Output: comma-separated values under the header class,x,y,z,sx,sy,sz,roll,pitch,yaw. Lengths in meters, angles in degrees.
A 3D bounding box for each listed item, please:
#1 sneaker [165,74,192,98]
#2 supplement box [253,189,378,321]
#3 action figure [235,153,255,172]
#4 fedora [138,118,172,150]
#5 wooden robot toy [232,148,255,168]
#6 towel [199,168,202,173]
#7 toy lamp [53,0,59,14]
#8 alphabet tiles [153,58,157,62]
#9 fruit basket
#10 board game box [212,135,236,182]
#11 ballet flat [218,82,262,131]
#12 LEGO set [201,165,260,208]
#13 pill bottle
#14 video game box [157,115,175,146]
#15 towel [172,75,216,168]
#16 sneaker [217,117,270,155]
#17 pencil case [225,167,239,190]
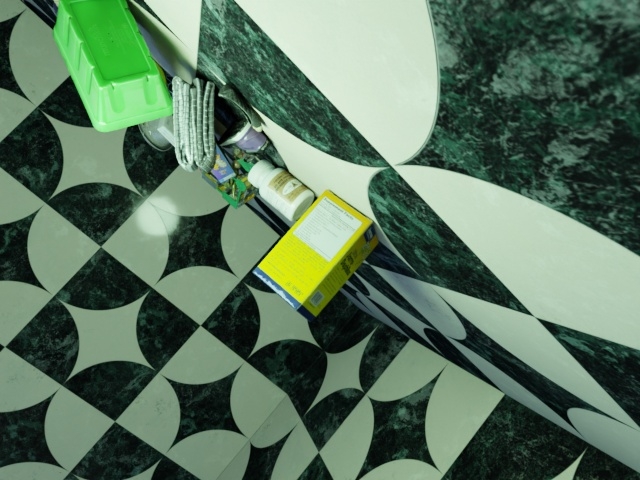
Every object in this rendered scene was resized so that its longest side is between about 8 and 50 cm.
class,x,y,z,sx,sy,sz,roll,pitch,yaw
sneaker,-0.482,-0.524,1.627,0.232,0.081,0.090,34,170,-3
supplement box,-0.005,0.052,1.463,0.194,0.356,0.195,38,172,23
action figure,-0.261,-0.278,1.948,0.137,0.063,0.232,33,165,36
fedora,-0.774,-0.587,2.243,0.124,0.275,0.244,-7,174,26
wooden robot toy,-0.354,-0.347,1.958,0.173,0.079,0.076,45,172,-29
towel,-0.695,-0.495,2.506,0.274,0.031,0.199,59,-170,-26
toy lamp,-1.100,-1.008,1.906,0.080,0.080,0.275,43,170,-13
alphabet tiles,-0.728,-0.743,1.781,0.284,0.021,0.278,46,171,-38
fruit basket,-0.611,-0.512,1.403,0.392,0.283,0.392,46,149,38
board game box,-0.472,-0.413,1.853,0.233,0.078,0.347,60,177,19
ballet flat,-0.226,-0.374,1.303,0.057,0.049,0.173,33,169,50
LEGO set,-0.403,-0.327,2.161,0.331,0.192,0.254,36,141,16
pill bottle,-0.147,-0.187,1.652,0.229,0.131,0.131,40,172,13
video game box,-0.684,-0.539,2.175,0.187,0.048,0.205,47,-149,-45
towel,-0.395,-0.366,1.469,0.122,0.283,0.235,-1,-174,-9
sneaker,-0.257,-0.328,1.533,0.124,0.107,0.283,38,174,-26
pencil case,-0.547,-0.378,2.528,0.120,0.133,0.306,-2,155,20
